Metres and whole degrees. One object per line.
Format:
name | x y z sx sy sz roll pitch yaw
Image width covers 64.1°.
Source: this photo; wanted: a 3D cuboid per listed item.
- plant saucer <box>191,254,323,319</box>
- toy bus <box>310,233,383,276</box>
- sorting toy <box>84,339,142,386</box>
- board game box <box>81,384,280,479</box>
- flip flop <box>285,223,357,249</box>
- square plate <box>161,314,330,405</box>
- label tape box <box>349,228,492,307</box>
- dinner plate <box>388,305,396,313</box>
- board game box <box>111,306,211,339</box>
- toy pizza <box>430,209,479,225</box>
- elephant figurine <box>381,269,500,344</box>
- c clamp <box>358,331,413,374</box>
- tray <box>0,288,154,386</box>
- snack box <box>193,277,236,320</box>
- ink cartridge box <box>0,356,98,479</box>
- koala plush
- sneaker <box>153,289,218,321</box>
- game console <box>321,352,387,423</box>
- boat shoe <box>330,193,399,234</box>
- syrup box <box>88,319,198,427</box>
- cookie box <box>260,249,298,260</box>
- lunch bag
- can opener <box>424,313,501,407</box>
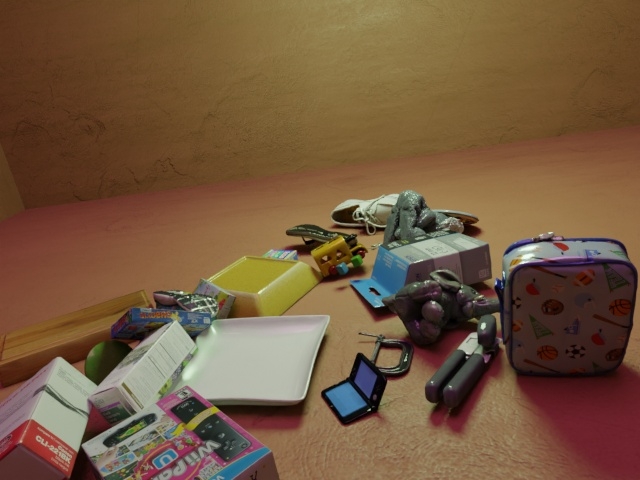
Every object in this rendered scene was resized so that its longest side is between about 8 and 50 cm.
plant saucer | -0.212 0.135 1.599 0.333 0.081 0.333 4 25 32
toy bus | 0.066 0.030 1.648 0.191 0.104 0.202 -21 12 44
sorting toy | -0.518 0.312 1.278 0.126 0.127 0.365 -31 4 43
board game box | -0.247 0.396 0.894 0.224 0.097 0.303 -26 26 -35
flip flop | 0.000 0.000 1.886 0.277 0.080 0.112 12 21 13
square plate | -0.168 0.286 1.219 0.347 0.049 0.344 -4 20 13
label tape box | 0.274 0.071 1.480 0.348 0.115 0.249 -11 14 -10
dinner plate | 0.255 0.166 1.402 0.141 0.017 0.141 -8 19 3
board game box | -0.390 0.210 1.260 0.201 0.035 0.136 12 -34 -39
toy pizza | 0.466 -0.075 1.841 0.201 0.032 0.201 9 -5 1
elephant figurine | 0.314 0.155 1.250 0.239 0.169 0.186 -12 61 -31
c clamp | 0.146 0.264 1.187 0.137 0.022 0.160 1 20 12
tray | -0.688 0.265 1.471 0.411 0.076 0.203 -17 22 -23
snack box | -0.316 0.180 1.474 0.141 0.100 0.037 22 -6 42
ink cartridge box | -0.549 0.375 0.952 0.197 0.114 0.273 -39 23 2
koala plush | 0.357 -0.054 1.731 0.221 0.203 0.196 13 -11 -19
sneaker | -0.377 0.204 1.440 0.107 0.109 0.275 -2 3 -43
game console | 0.067 0.300 1.053 0.071 0.107 0.122 13 10 -27
boat shoe | 0.184 -0.100 1.975 0.367 0.135 0.156 5 24 41
syrup box | -0.377 0.286 1.115 0.093 0.096 0.237 -26 17 25
cookie box | -0.148 0.067 1.806 0.107 0.040 0.092 2 23 27
lunch bag | 0.467 0.127 0.999 0.243 0.303 0.115 -3 30 16
can opener | 0.304 0.237 1.070 0.076 0.095 0.283 5 18 36
